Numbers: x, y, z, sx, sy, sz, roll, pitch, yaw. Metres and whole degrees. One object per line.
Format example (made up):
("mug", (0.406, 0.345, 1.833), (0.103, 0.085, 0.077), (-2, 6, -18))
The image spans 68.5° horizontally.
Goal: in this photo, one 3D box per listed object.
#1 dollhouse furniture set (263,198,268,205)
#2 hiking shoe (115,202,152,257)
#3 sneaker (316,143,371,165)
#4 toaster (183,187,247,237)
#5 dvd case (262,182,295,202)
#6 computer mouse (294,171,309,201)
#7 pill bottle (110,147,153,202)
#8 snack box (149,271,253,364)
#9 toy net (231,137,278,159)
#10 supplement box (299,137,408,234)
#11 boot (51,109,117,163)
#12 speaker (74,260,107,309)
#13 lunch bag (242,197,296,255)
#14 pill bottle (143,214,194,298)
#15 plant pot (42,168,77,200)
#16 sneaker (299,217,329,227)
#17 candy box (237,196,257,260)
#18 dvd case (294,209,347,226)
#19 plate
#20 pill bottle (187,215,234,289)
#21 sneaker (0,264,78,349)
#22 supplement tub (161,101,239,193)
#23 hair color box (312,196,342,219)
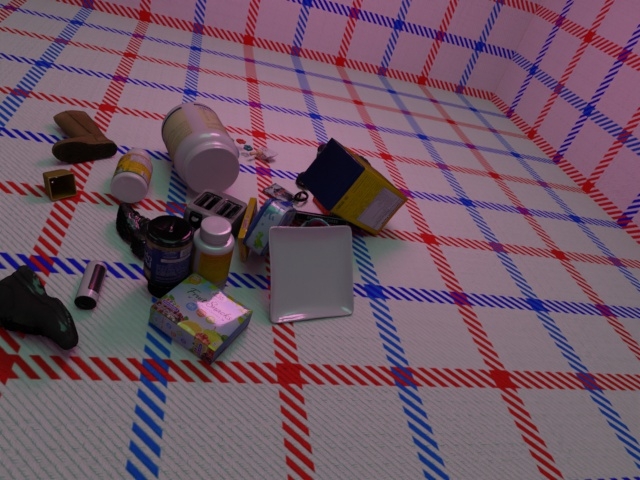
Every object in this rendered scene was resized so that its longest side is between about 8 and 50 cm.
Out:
("dollhouse furniture set", (-0.204, -0.077, 1.661), (0.058, 0.076, 0.152), (0, 41, -22))
("hiking shoe", (-0.551, -0.033, 1.459), (0.114, 0.086, 0.227), (-4, 46, -49))
("sneaker", (0.102, -0.347, 2.155), (0.267, 0.101, 0.106), (18, 58, -3))
("toaster", (-0.343, -0.075, 1.567), (0.167, 0.110, 0.186), (24, 36, 5))
("dvd case", (-0.159, -0.184, 1.871), (0.119, 0.013, 0.087), (32, 38, 18))
("computer mouse", (-0.069, -0.227, 1.933), (0.071, 0.041, 0.242), (19, 33, -8))
("pill bottle", (-0.646, -0.233, 1.627), (0.117, 0.118, 0.209), (7, 38, -16))
("snack box", (-0.315, 0.201, 1.250), (0.207, 0.070, 0.174), (33, 39, 10))
("toy net", (-0.304, -0.389, 2.049), (0.232, 0.045, 0.122), (7, 36, -19))
("supplement box", (0.129, -0.189, 1.735), (0.356, 0.194, 0.195), (23, 22, -51))
("boot", (-0.918, -0.390, 1.742), (0.269, 0.089, 0.236), (40, 31, 26))
("speaker", (-0.607, 0.118, 1.246), (0.055, 0.055, 0.136), (8, 37, -15))
("lunch bag", (-0.155, -0.049, 1.478), (0.090, 0.176, 0.219), (33, 8, 2))
("pill bottle", (-0.416, 0.051, 1.279), (0.122, 0.219, 0.123), (12, 36, -9))
("plant pot", (-0.847, -0.188, 1.515), (0.083, 0.081, 0.081), (30, 37, 32))
("sneaker", (0.000, 0.000, 1.566), (0.123, 0.179, 0.295), (32, 38, 17))
("candy box", (-0.238, -0.040, 1.555), (0.027, 0.105, 0.206), (7, 43, 1))
("dvd case", (-0.024, -0.083, 1.688), (0.179, 0.030, 0.238), (8, 6, -16))
("plate", (-0.030, 0.096, 1.415), (0.277, 0.278, 0.045), (-2, 0, -26))
("pill bottle", (-0.311, 0.040, 1.343), (0.117, 0.215, 0.117), (12, 37, -10))
("sneaker", (-0.682, 0.179, 1.112), (0.286, 0.109, 0.130), (31, 47, 26))
("supplement tub", (-0.448, -0.345, 1.761), (0.235, 0.236, 0.325), (-5, 43, -30))
("hair color box", (0.034, -0.139, 1.876), (0.071, 0.043, 0.141), (-8, 43, -33))
